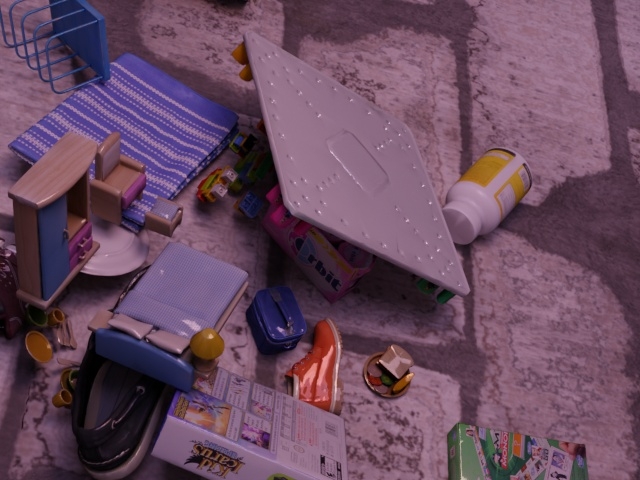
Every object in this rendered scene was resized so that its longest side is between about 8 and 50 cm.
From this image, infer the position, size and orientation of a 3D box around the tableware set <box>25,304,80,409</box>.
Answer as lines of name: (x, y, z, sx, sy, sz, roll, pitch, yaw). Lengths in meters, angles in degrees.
tableware set: (-0.358, 0.158, 1.555, 0.104, 0.024, 0.154, 26, 41, -53)

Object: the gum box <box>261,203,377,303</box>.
gum box: (0.000, 0.000, 1.782, 0.062, 0.107, 0.188, -32, 73, -34)

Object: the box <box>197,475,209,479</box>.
box: (-0.151, 0.457, 1.390, 0.121, 0.148, 0.311, 23, 54, -5)

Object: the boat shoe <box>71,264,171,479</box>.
boat shoe: (-0.266, 0.151, 1.552, 0.127, 0.113, 0.340, 1, 52, 23)

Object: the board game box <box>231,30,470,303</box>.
board game box: (0.044, -0.109, 1.773, 0.390, 0.050, 0.390, 26, 36, -38)

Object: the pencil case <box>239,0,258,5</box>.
pencil case: (-0.294, -0.533, 2.003, 0.410, 0.160, 0.183, 8, 40, -16)

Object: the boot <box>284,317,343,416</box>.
boot: (-0.011, 0.183, 1.687, 0.084, 0.059, 0.158, 7, 56, -10)

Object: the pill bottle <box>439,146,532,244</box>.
pill bottle: (0.278, -0.074, 1.940, 0.103, 0.103, 0.184, 40, 53, 9)

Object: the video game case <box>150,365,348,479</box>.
video game case: (-0.086, 0.258, 1.504, 0.244, 0.061, 0.269, 25, 9, -5)

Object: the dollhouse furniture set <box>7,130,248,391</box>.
dollhouse furniture set: (-0.210, -0.005, 1.493, 0.303, 0.198, 0.286, 23, 47, 11)

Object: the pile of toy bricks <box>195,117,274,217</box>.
pile of toy bricks: (-0.111, -0.122, 1.833, 0.118, 0.105, 0.212, 44, 65, -24)

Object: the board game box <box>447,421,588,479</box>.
board game box: (0.292, 0.430, 1.637, 0.213, 0.046, 0.317, 12, 54, -12)

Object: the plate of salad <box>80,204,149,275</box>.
plate of salad: (-0.348, -0.012, 1.667, 0.200, 0.048, 0.200, 21, 34, -15)

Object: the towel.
towel: (-0.296, -0.169, 1.795, 0.243, 0.040, 0.336, 32, 42, 4)

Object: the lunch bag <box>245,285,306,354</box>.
lunch bag: (-0.065, 0.121, 1.701, 0.067, 0.065, 0.098, -11, 61, -27)

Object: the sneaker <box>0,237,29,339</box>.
sneaker: (-0.523, 0.049, 1.556, 0.281, 0.106, 0.162, 24, 55, -4)

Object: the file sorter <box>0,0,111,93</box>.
file sorter: (-0.427, -0.329, 1.815, 0.104, 0.118, 0.170, -28, 52, -28)

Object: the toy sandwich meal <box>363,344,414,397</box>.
toy sandwich meal: (0.107, 0.199, 1.734, 0.085, 0.029, 0.086, 10, 54, -14)
